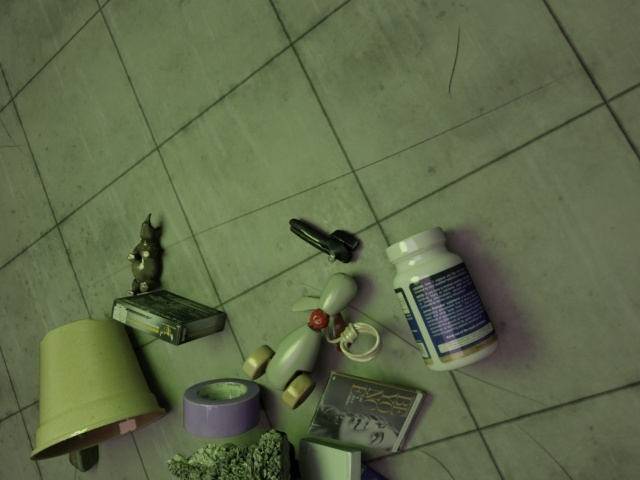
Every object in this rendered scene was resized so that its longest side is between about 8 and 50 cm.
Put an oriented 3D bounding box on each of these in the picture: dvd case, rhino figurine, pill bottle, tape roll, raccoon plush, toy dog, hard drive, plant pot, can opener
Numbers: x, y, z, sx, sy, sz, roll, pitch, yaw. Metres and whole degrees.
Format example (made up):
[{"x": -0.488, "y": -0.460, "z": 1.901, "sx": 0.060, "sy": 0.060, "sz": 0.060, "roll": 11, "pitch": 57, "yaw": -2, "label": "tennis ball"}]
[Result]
[{"x": 0.102, "y": 0.380, "z": 0.990, "sx": 0.222, "sy": 0.018, "sz": 0.164, "roll": 16, "pitch": 106, "yaw": -11, "label": "dvd case"}, {"x": -0.500, "y": 0.042, "z": 1.284, "sx": 0.073, "sy": 0.106, "sz": 0.243, "roll": 7, "pitch": 94, "yaw": -1, "label": "rhino figurine"}, {"x": 0.239, "y": 0.116, "z": 0.916, "sx": 0.153, "sy": 0.153, "sz": 0.264, "roll": -25, "pitch": 82, "yaw": 23, "label": "pill bottle"}, {"x": -0.246, "y": 0.415, "z": 1.130, "sx": 0.189, "sy": 0.189, "sz": 0.080, "roll": 1, "pitch": 93, "yaw": 25, "label": "tape roll"}, {"x": -0.212, "y": 0.553, "z": 0.933, "sx": 0.300, "sy": 0.446, "sz": 0.215, "roll": -12, "pitch": 86, "yaw": 4, "label": "raccoon plush"}, {"x": -0.018, "y": 0.238, "z": 1.066, "sx": 0.334, "sy": 0.161, "sz": 0.220, "roll": -34, "pitch": 74, "yaw": 7, "label": "toy dog"}, {"x": 0.012, "y": 0.622, "z": 1.007, "sx": 0.203, "sy": 0.040, "sz": 0.307, "roll": -19, "pitch": 64, "yaw": 52, "label": "hard drive"}, {"x": -0.642, "y": 0.395, "z": 1.263, "sx": 0.334, "sy": 0.334, "sz": 0.305, "roll": -32, "pitch": 68, "yaw": 22, "label": "plant pot"}, {"x": 0.000, "y": 0.000, "z": 1.084, "sx": 0.186, "sy": 0.073, "sz": 0.059, "roll": 24, "pitch": 140, "yaw": 25, "label": "can opener"}]

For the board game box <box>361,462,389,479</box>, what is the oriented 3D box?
[{"x": 0.176, "y": 0.698, "z": 1.006, "sx": 0.347, "sy": 0.078, "sz": 0.233, "roll": 25, "pitch": 102, "yaw": 22, "label": "board game box"}]

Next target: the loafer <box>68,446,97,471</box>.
[{"x": -0.776, "y": 0.608, "z": 1.431, "sx": 0.088, "sy": 0.094, "sz": 0.250, "roll": -1, "pitch": 91, "yaw": 21, "label": "loafer"}]

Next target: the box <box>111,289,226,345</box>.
[{"x": -0.400, "y": 0.199, "z": 1.197, "sx": 0.231, "sy": 0.183, "sz": 0.056, "roll": 15, "pitch": 97, "yaw": 23, "label": "box"}]
